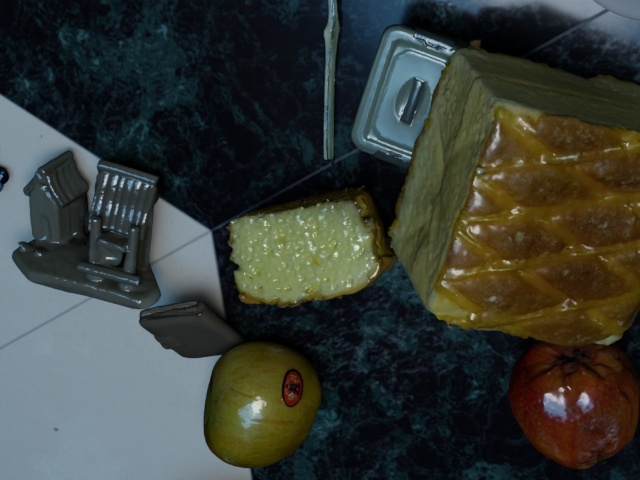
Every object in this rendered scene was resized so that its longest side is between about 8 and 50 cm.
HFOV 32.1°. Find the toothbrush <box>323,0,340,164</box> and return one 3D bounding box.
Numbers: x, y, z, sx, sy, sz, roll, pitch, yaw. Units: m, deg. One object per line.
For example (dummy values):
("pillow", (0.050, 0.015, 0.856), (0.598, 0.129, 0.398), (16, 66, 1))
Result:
("toothbrush", (0.012, -0.237, 1.417), (0.028, 0.026, 0.294), (8, 114, 27))

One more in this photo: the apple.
("apple", (-0.081, 0.229, 1.563), (0.155, 0.182, 0.182), (7, 117, -13))

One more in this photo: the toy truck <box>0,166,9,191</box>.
("toy truck", (-0.512, -0.118, 1.599), (0.074, 0.063, 0.136), (-16, 105, 42))

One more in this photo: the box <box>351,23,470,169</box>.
("box", (0.120, -0.183, 1.372), (0.124, 0.093, 0.172), (21, 117, 5))

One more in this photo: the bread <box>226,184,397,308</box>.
("bread", (0.000, 0.000, 1.456), (0.229, 0.139, 0.143), (-7, 105, 33))

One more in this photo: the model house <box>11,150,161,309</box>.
("model house", (-0.311, -0.027, 1.545), (0.229, 0.122, 0.188), (16, 114, 12))

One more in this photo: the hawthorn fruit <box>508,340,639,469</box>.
("hawthorn fruit", (0.336, 0.204, 1.453), (0.173, 0.173, 0.179), (-34, 126, 25))

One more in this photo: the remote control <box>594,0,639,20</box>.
("remote control", (0.362, -0.402, 1.205), (0.221, 0.103, 0.332), (-10, 108, 17))

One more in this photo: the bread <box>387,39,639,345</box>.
("bread", (0.251, -0.047, 1.285), (0.279, 0.207, 0.279), (10, 117, -20))

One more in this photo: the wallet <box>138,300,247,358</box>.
("wallet", (-0.181, 0.127, 1.580), (0.118, 0.038, 0.152), (-9, 153, 18))
